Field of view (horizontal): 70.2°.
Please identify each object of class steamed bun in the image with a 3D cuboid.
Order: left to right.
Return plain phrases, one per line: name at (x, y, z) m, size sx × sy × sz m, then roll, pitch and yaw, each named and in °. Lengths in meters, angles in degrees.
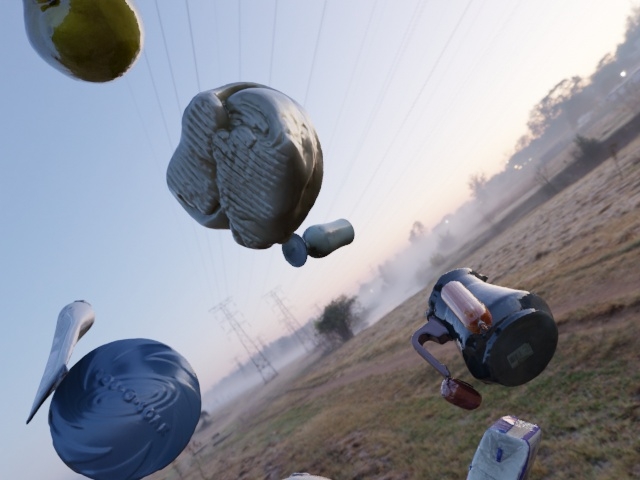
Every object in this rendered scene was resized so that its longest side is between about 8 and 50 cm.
steamed bun at (-0.142, -0.181, 1.033) m, size 0.255 × 0.342 × 0.368 m, roll -42°, pitch -12°, yaw -47°

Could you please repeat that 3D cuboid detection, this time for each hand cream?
hand cream at (-0.525, 0.219, 0.938) m, size 0.121 × 0.076 × 0.336 m, roll -55°, pitch 25°, yaw 6°

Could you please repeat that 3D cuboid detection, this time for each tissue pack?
tissue pack at (0.499, 0.596, 1.243) m, size 0.269 × 0.137 × 0.210 m, roll 18°, pitch -87°, yaw -55°

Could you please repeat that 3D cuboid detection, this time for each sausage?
sausage at (0.403, 0.442, 1.309) m, size 0.076 × 0.141 × 0.076 m, roll -41°, pitch 33°, yaw 34°
sausage at (0.365, 0.169, 1.125) m, size 0.071 × 0.071 × 0.234 m, roll -39°, pitch 11°, yaw 7°

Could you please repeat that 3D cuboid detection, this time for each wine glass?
wine glass at (0.000, 0.000, 1.336) m, size 0.230 × 0.103 × 0.103 m, roll -21°, pitch -19°, yaw -48°

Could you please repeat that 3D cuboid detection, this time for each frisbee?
frisbee at (-0.384, 0.327, 0.919) m, size 0.289 × 0.289 × 0.049 m, roll -30°, pitch -18°, yaw -38°

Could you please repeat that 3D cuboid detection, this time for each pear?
pear at (-0.393, -0.364, 0.768) m, size 0.200 × 0.200 × 0.200 m, roll -37°, pitch -10°, yaw -7°

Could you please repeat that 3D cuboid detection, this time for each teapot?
teapot at (0.488, 0.274, 1.432) m, size 0.375 × 0.306 × 0.362 m, roll -36°, pitch 25°, yaw -4°

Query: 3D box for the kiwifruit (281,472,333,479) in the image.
kiwifruit at (-0.018, 0.462, 0.659) m, size 0.195 × 0.234 × 0.196 m, roll -8°, pitch -45°, yaw -8°
